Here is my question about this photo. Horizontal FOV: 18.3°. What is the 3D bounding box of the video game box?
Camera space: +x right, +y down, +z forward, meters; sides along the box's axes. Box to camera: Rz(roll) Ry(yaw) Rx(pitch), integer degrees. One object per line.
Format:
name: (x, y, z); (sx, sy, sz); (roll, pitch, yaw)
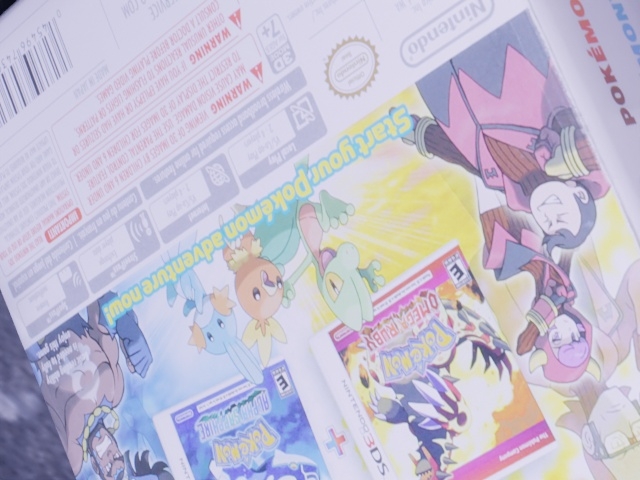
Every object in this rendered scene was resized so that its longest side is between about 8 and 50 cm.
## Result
video game box: (0.000, 0.000, 0.480); (0.205, 0.048, 0.187); (-32, 75, 43)
